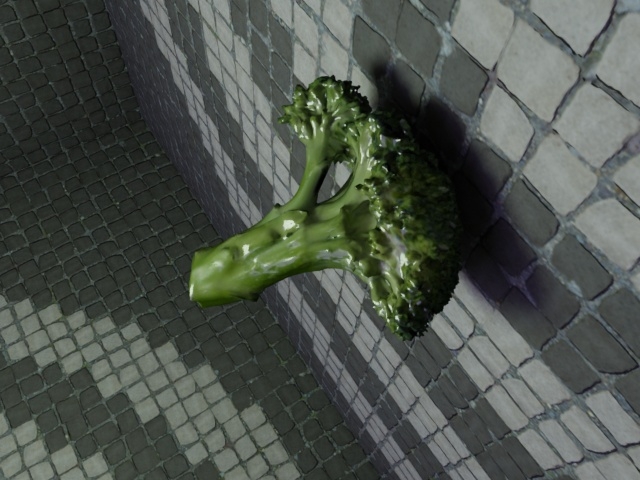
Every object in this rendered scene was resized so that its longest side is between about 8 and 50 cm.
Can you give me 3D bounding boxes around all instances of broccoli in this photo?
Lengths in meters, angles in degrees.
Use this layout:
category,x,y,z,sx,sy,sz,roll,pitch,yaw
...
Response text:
category,x,y,z,sx,sy,sz,roll,pitch,yaw
broccoli,0.023,0.019,0.815,0.353,0.397,0.275,42,179,35
